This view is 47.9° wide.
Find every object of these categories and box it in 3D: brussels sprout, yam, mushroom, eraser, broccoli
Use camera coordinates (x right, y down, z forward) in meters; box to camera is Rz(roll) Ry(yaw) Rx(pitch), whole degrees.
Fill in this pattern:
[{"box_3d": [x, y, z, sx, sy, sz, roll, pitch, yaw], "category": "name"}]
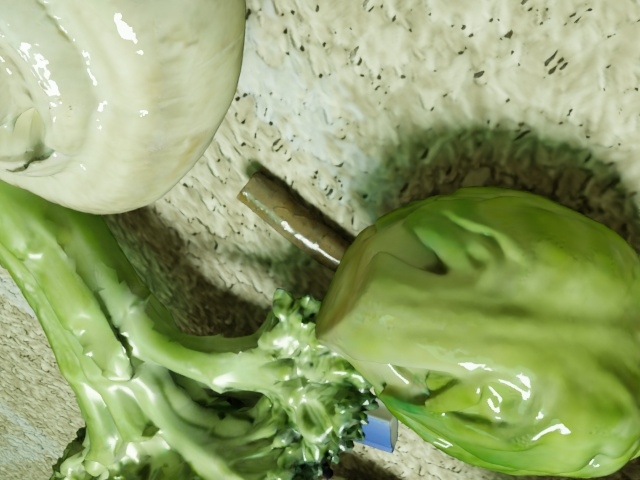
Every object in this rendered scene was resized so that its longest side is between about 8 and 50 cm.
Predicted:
[{"box_3d": [0.112, 0.062, 0.464, 0.223, 0.161, 0.223, 31, 165, 10], "category": "brussels sprout"}, {"box_3d": [0.000, 0.000, 0.557, 0.145, 0.032, 0.032, 36, 141, -10], "category": "yam"}, {"box_3d": [-0.177, -0.105, 0.389, 0.260, 0.234, 0.254, -18, 126, 42], "category": "mushroom"}, {"box_3d": [0.037, 0.182, 0.739, 0.084, 0.027, 0.063, 13, 140, 19], "category": "eraser"}, {"box_3d": [-0.177, 0.120, 0.654, 0.397, 0.275, 0.353, 27, 103, -2], "category": "broccoli"}]

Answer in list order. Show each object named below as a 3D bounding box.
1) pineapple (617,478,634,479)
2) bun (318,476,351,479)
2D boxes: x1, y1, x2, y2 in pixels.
[{"box_3d": [0.267, 0.362, 0.528, 0.352, 0.352, 0.300, 38, 103, -10], "category": "pineapple"}, {"box_3d": [0.029, 0.359, 0.855, 0.231, 0.133, 0.231, -1, 132, -2], "category": "bun"}]
